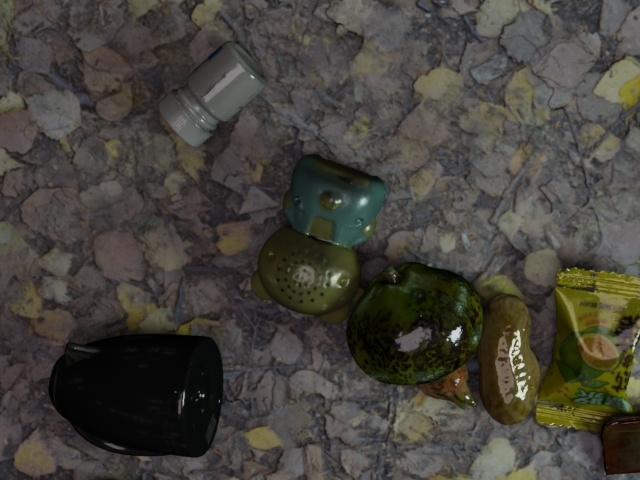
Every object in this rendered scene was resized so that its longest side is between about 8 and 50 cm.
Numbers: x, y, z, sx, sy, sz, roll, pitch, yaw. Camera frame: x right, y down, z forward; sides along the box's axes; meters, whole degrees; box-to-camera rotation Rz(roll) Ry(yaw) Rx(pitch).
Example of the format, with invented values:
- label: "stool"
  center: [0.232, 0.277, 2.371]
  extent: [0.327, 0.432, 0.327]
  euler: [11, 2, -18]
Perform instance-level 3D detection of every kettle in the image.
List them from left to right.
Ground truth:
- label: "kettle"
  center: [-0.331, 0.287, 1.897]
  extent: [0.290, 0.207, 0.268]
  euler: [2, 127, 13]

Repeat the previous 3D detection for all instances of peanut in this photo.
- label: "peanut"
  center: [0.320, 0.202, 1.838]
  extent: [0.108, 0.095, 0.226]
  euler: [-7, 94, -24]

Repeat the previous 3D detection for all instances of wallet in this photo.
- label: "wallet"
  center: [0.606, 0.340, 1.830]
  extent: [0.255, 0.031, 0.137]
  euler: [-8, 127, 10]

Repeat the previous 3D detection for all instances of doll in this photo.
- label: "doll"
  center: [0.000, 0.000, 1.811]
  extent: [0.177, 0.161, 0.261]
  euler: [21, 99, 2]

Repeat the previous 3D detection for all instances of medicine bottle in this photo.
- label: "medicine bottle"
  center: [-0.181, -0.248, 1.821]
  extent: [0.168, 0.105, 0.105]
  euler: [-40, 92, 12]

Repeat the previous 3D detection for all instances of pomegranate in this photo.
- label: "pomegranate"
  center: [0.176, 0.158, 1.819]
  extent: [0.222, 0.276, 0.204]
  euler: [-14, 58, 30]

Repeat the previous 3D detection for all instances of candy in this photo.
- label: "candy"
  center: [0.468, 0.190, 1.817]
  extent: [0.187, 0.081, 0.297]
  euler: [9, 109, 7]

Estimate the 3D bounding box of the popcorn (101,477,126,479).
- label: "popcorn"
  center: [-0.354, 0.528, 1.958]
  extent: [0.163, 0.140, 0.194]
  euler: [-9, 100, 14]
